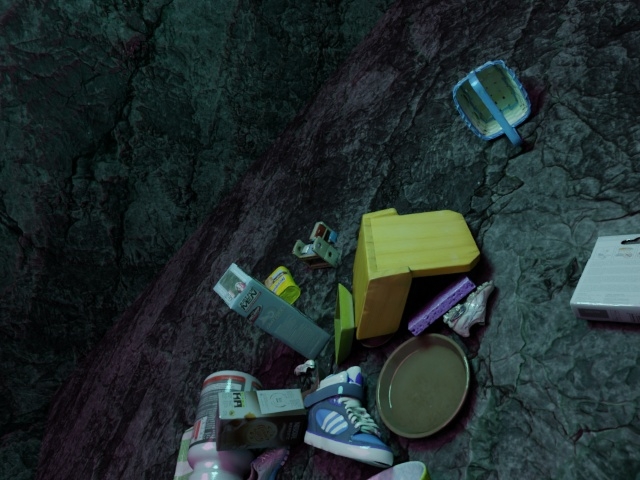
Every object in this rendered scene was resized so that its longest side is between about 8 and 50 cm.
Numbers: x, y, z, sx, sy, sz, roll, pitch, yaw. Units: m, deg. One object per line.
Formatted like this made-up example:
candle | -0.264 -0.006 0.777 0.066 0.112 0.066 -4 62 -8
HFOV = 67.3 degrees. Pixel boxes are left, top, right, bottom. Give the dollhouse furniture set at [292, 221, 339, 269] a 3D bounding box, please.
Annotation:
dollhouse furniture set | 0.000 0.000 1.890 0.129 0.129 0.184 -11 49 47

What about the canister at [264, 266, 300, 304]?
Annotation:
canister | -0.158 0.192 1.944 0.126 0.073 0.170 -46 30 6

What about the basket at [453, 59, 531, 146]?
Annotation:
basket | 0.553 -0.439 1.543 0.201 0.255 0.289 -34 16 23

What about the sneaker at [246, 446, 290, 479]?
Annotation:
sneaker | -0.160 0.660 1.435 0.071 0.083 0.191 -5 52 52

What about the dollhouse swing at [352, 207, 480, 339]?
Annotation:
dollhouse swing | 0.271 0.093 1.460 0.347 0.304 0.315 -89 5 -58

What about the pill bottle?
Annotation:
pill bottle | -0.305 0.623 1.535 0.210 0.210 0.363 -31 35 29

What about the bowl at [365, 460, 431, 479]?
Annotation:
bowl | 0.135 0.612 1.004 0.289 0.289 0.156 -36 77 23

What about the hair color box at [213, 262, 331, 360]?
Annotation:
hair color box | -0.157 0.240 1.595 0.114 0.374 0.185 -54 31 -6

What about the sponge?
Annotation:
sponge | 0.330 0.172 1.321 0.210 0.031 0.117 -43 -3 14

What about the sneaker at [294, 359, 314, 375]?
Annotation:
sneaker | -0.054 0.429 1.593 0.083 0.032 0.037 -39 34 20

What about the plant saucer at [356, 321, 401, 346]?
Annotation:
plant saucer | 0.185 0.255 1.476 0.168 0.029 0.168 -33 35 27

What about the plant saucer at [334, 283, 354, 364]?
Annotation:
plant saucer | 0.075 0.264 1.514 0.045 0.188 0.188 2 42 -2

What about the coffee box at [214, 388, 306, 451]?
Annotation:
coffee box | -0.179 0.524 1.411 0.098 0.246 0.141 -114 30 -56

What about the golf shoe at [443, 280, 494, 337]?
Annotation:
golf shoe | 0.404 0.180 1.255 0.176 0.086 0.069 -38 -11 -16

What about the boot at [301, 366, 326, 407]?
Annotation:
boot | -0.033 0.469 1.525 0.114 0.037 0.106 -40 30 25

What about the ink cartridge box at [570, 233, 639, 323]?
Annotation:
ink cartridge box | 0.674 0.078 1.036 0.189 0.066 0.232 -5 32 50

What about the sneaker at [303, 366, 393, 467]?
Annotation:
sneaker | 0.086 0.451 1.287 0.322 0.130 0.236 -15 51 53

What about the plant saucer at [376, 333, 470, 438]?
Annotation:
plant saucer | 0.264 0.372 1.238 0.278 0.041 0.278 -32 35 26

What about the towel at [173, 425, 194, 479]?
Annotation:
towel | -0.451 0.794 1.668 0.248 0.038 0.325 -40 31 37
